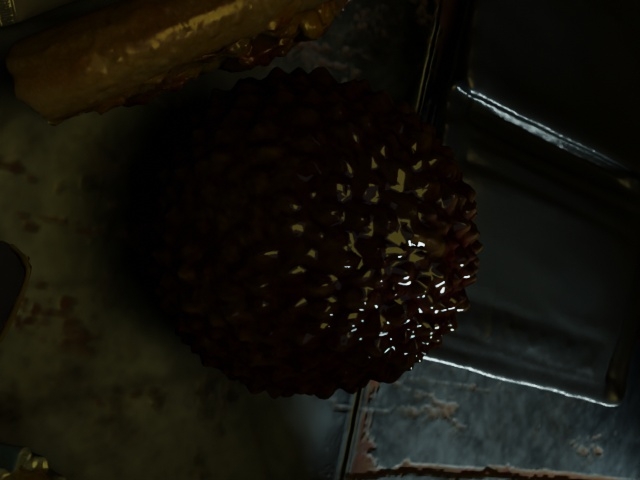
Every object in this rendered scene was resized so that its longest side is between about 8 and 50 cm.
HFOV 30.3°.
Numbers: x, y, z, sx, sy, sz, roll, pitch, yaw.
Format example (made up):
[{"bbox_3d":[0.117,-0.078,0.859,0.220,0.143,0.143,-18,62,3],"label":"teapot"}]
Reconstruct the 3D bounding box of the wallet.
[{"bbox_3d":[0.171,-0.055,0.839,0.247,0.041,0.323,20,81,-38],"label":"wallet"}]

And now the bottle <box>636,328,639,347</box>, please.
[{"bbox_3d":[0.275,0.079,0.936,0.063,0.047,0.101,-4,104,-14],"label":"bottle"}]

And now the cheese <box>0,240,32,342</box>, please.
[{"bbox_3d":[-0.206,0.066,0.576,0.086,0.036,0.162,30,79,-39],"label":"cheese"}]

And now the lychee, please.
[{"bbox_3d":[0.000,0.000,0.639,0.188,0.188,0.188,-6,100,-36],"label":"lychee"}]

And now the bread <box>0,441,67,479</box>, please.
[{"bbox_3d":[-0.167,0.220,0.582,0.210,0.110,0.192,-47,120,-22],"label":"bread"}]

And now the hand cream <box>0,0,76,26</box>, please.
[{"bbox_3d":[-0.090,-0.174,0.626,0.186,0.054,0.087,-18,111,-27],"label":"hand cream"}]

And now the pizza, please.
[{"bbox_3d":[-0.047,-0.116,0.621,0.246,0.127,0.058,-31,108,-47],"label":"pizza"}]
